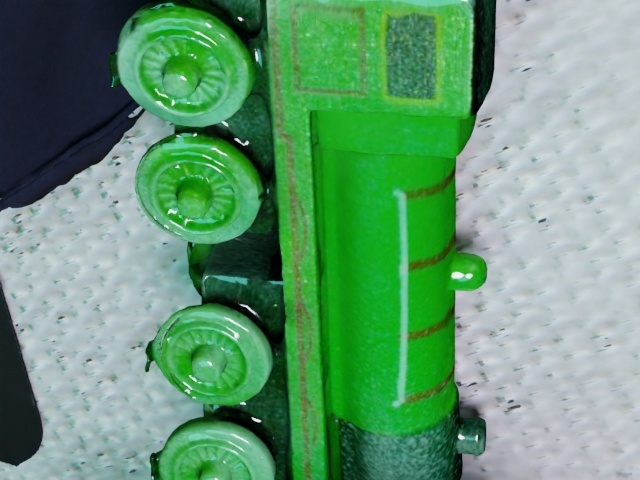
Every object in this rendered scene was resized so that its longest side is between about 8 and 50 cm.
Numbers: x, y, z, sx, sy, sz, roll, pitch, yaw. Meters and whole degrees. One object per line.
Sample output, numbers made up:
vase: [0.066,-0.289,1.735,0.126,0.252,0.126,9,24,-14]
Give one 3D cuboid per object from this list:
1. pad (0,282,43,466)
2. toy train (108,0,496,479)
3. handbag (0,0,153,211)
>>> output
pad: [-0.247,0.015,0.829,0.267,0.004,0.181,6,124,27]
toy train: [0.000,0.000,0.633,0.119,0.085,0.251,4,128,10]
handbag: [-0.166,-0.097,0.495,0.118,0.326,0.269,24,128,20]
